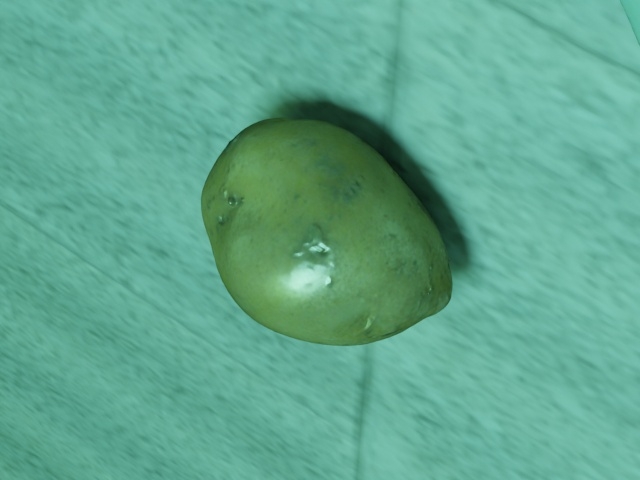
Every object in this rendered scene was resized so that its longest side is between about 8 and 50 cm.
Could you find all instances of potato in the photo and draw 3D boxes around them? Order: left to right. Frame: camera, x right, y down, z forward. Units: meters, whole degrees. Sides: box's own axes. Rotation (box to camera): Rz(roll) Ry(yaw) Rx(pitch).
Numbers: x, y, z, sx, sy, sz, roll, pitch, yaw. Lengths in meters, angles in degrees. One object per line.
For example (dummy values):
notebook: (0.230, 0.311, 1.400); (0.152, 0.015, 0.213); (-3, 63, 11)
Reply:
potato: (-0.002, -0.001, 0.947); (0.147, 0.112, 0.112); (38, 147, 26)

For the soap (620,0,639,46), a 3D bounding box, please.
soap: (0.209, -0.137, 0.567); (0.265, 0.087, 0.160); (2, 126, 48)
